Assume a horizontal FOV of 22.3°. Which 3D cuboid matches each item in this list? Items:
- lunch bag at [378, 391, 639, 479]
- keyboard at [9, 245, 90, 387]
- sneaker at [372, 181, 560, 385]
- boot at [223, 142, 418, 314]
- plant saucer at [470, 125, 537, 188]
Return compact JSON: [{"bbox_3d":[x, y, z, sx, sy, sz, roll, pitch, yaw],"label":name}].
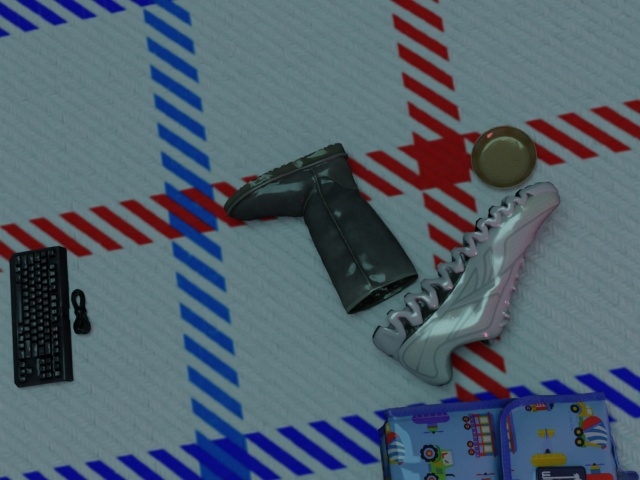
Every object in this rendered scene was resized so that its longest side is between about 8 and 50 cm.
[{"bbox_3d":[0.228,0.302,1.911,0.293,0.138,0.221,-6,73,-4],"label":"lunch bag"},{"bbox_3d":[-0.352,0.097,2.113,0.108,0.023,0.180,-8,75,8],"label":"keyboard"},{"bbox_3d":[0.198,0.053,1.986,0.118,0.110,0.292,43,95,10],"label":"sneaker"},{"bbox_3d":[-0.001,0.000,2.055,0.189,0.076,0.208,-26,79,5],"label":"boot"},{"bbox_3d":[0.233,-0.104,2.060,0.083,0.015,0.083,-3,75,11],"label":"plant saucer"}]
